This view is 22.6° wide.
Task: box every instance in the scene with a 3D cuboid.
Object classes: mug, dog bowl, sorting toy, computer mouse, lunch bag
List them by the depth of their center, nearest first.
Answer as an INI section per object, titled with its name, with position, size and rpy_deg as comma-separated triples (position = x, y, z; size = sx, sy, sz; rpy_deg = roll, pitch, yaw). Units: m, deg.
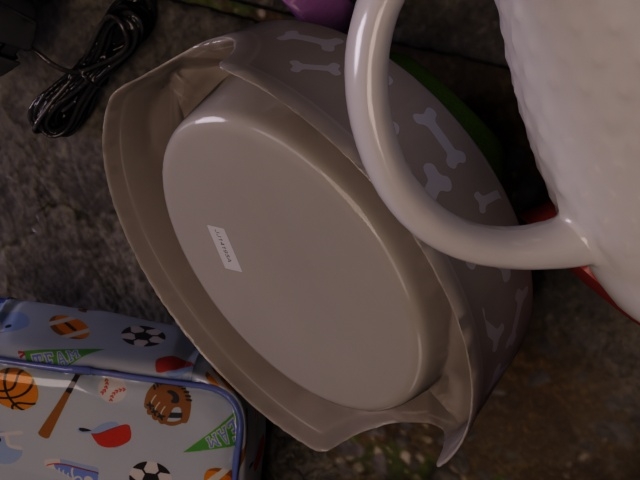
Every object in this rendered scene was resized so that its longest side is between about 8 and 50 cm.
[mug]
position = 0.196, -0.111, 0.915
size = 0.374, 0.276, 0.328
rpy_deg = -13, 109, -10
[sorting toy]
position = 0.132, -0.103, 1.115
size = 0.365, 0.127, 0.126
rpy_deg = 44, 94, 12
[dog bowl]
position = 0.000, 0.000, 1.134
size = 0.349, 0.102, 0.349
rpy_deg = 33, 145, 28
[computer mouse]
position = -0.261, -0.194, 1.252
size = 0.262, 0.060, 0.184
rpy_deg = 39, 124, -18
[lunch bag]
position = -0.201, 0.181, 1.337
size = 0.303, 0.115, 0.243
rpy_deg = 9, 115, 6
